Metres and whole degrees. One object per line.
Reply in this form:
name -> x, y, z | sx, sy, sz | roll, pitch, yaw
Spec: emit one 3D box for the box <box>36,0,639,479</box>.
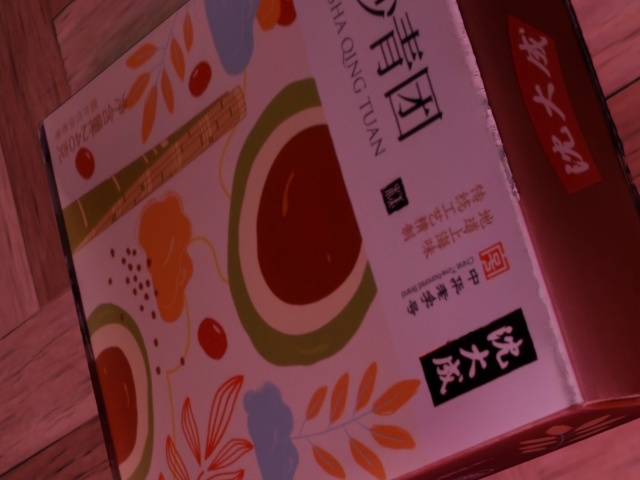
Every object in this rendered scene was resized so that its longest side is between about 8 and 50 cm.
box -> 0.000, 0.000, 0.926 | 0.385, 0.122, 0.344 | -31, 67, 40
